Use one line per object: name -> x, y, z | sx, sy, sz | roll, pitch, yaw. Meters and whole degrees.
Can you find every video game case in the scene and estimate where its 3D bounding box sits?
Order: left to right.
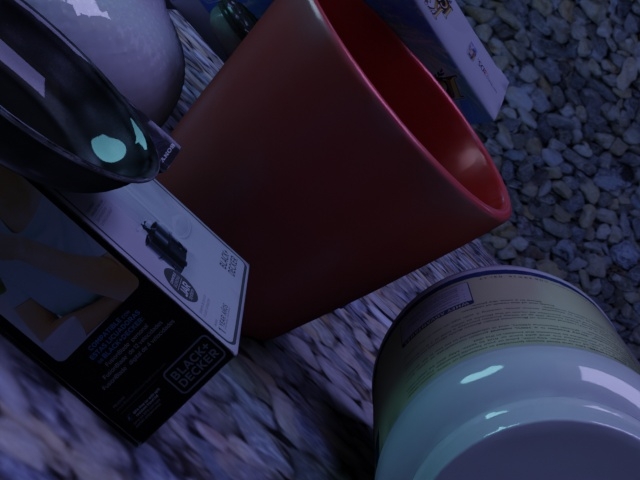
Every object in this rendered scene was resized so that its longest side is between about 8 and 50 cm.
video game case -> 0.019, -0.205, 1.097 | 0.244, 0.269, 0.061 | 46, 54, -38

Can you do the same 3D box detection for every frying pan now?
frying pan -> -0.215, -0.141, 0.592 | 0.326, 0.053, 0.197 | 46, 12, 9

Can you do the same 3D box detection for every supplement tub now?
supplement tub -> 0.159, 0.168, 0.844 | 0.235, 0.235, 0.325 | 44, 12, -8

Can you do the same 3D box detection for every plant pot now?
plant pot -> -0.010, -0.058, 0.933 | 0.275, 0.243, 0.275 | 43, 21, -21

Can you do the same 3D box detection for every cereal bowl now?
cereal bowl -> -0.256, -0.251, 1.047 | 0.339, 0.141, 0.339 | 45, 11, -11

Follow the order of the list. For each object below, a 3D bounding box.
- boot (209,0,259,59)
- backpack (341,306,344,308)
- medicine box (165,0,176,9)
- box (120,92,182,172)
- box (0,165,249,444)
boot -> -0.092, -0.120, 1.084 | 0.246, 0.161, 0.083 | 55, 10, -49
backpack -> 0.000, 0.000, 1.202 | 0.101, 0.098, 0.120 | 24, 26, -53
medicine box -> -0.203, -0.398, 1.176 | 0.289, 0.149, 0.263 | 8, -29, 18
box -> -0.186, -0.091, 0.817 | 0.116, 0.029, 0.162 | 41, -20, -24
box -> -0.180, -0.025, 0.670 | 0.290, 0.087, 0.169 | 44, 12, -14
